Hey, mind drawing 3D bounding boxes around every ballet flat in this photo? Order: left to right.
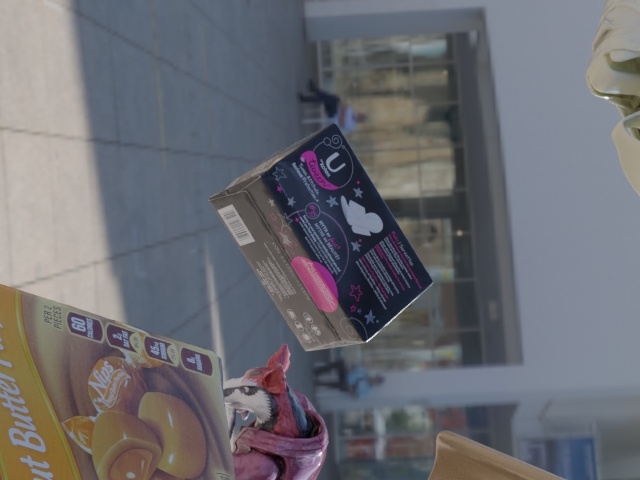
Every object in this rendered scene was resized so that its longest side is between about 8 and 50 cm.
[{"bbox_3d":[0.375,-0.155,1.210,0.139,0.139,0.400,84,-8,-62],"label":"ballet flat"}]

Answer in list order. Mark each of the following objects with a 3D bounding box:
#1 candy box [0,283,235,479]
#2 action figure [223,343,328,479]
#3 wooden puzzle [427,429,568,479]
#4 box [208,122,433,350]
[{"bbox_3d":[-0.194,0.108,0.556,0.087,0.316,0.183,-47,-143,29],"label":"candy box"},{"bbox_3d":[-0.061,0.284,1.141,0.248,0.275,0.370,-28,139,-47],"label":"action figure"},{"bbox_3d":[0.147,0.365,0.909,0.322,0.080,0.348,10,-103,62],"label":"wooden puzzle"},{"bbox_3d":[0.000,0.000,1.401,0.247,0.142,0.163,58,-30,-9],"label":"box"}]
